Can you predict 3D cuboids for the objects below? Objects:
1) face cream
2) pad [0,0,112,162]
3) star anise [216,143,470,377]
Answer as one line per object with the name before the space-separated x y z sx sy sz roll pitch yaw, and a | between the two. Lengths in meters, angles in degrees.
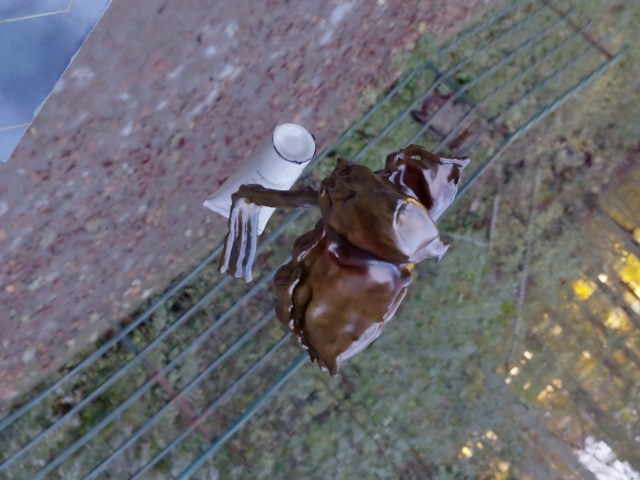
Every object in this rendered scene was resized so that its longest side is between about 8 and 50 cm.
face cream | -0.078 -0.074 1.093 0.243 0.092 0.058 -42 -160 58
pad | -0.295 -0.208 0.800 0.243 0.004 0.163 -58 141 -4
star anise | 0.006 0.007 0.770 0.346 0.148 0.237 -9 -133 58
